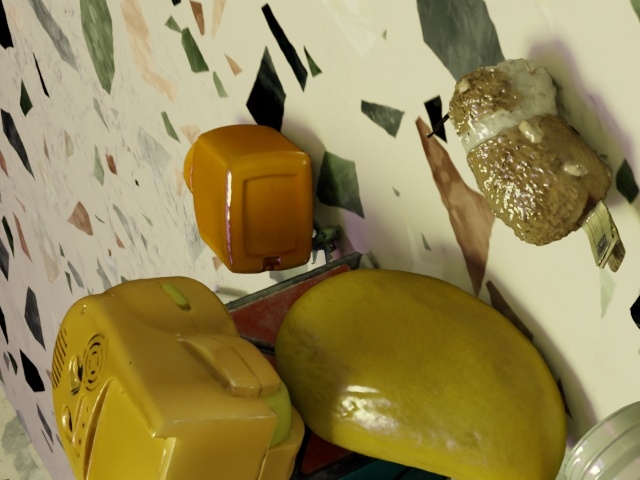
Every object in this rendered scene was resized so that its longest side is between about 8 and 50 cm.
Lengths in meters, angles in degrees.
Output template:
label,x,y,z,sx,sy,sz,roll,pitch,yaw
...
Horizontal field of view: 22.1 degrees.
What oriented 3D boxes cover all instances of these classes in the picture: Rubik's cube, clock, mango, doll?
label,x,y,z,sx,sy,sz,roll,pitch,yaw
Rubik's cube,-0.005,0.209,1.907,0.255,0.259,0.260,58,159,27
clock,-0.168,0.175,1.712,0.317,0.200,0.244,47,127,44
mango,0.102,0.133,1.663,0.332,0.195,0.142,13,167,25
doll,0.193,-0.060,1.418,0.115,0.105,0.221,-45,71,21

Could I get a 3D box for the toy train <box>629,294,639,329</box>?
label,x,y,z,sx,sy,sz,roll,pitch,yaw
toy train,0.347,0.133,1.318,0.252,0.048,0.055,54,149,18

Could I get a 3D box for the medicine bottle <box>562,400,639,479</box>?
label,x,y,z,sx,sy,sz,roll,pitch,yaw
medicine bottle,0.339,0.285,1.373,0.324,0.124,0.179,51,151,32

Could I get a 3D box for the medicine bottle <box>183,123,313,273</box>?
label,x,y,z,sx,sy,sz,roll,pitch,yaw
medicine bottle,-0.092,-0.061,2.005,0.222,0.112,0.149,-137,44,-64

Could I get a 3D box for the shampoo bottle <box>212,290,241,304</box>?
label,x,y,z,sx,sy,sz,roll,pitch,yaw
shampoo bottle,-0.116,0.129,2.337,0.221,0.051,0.108,7,114,65

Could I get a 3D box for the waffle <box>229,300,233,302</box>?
label,x,y,z,sx,sy,sz,roll,pitch,yaw
waffle,-0.116,0.233,2.129,0.062,0.329,0.329,2,115,36

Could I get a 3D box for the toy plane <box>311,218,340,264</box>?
label,x,y,z,sx,sy,sz,roll,pitch,yaw
toy plane,0.002,-0.001,1.983,0.083,0.033,0.080,-37,73,59
